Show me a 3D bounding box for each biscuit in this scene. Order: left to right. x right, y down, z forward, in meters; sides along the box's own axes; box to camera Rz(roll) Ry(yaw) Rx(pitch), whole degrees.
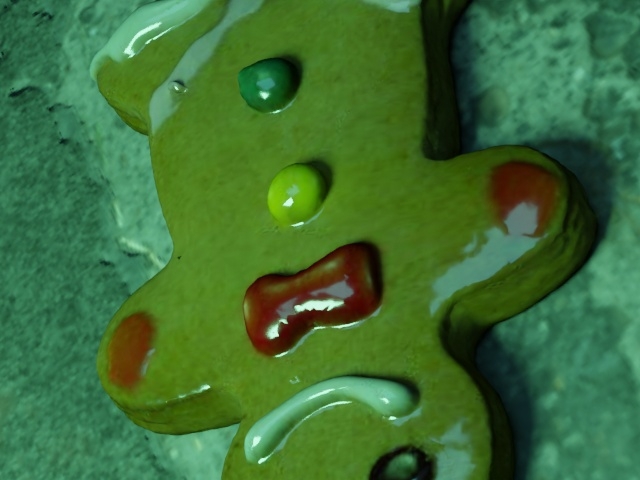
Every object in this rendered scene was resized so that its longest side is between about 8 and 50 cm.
[{"bbox_3d":[-0.001,-0.001,0.990,0.283,0.064,0.432,-21,53,20],"label":"biscuit"}]
